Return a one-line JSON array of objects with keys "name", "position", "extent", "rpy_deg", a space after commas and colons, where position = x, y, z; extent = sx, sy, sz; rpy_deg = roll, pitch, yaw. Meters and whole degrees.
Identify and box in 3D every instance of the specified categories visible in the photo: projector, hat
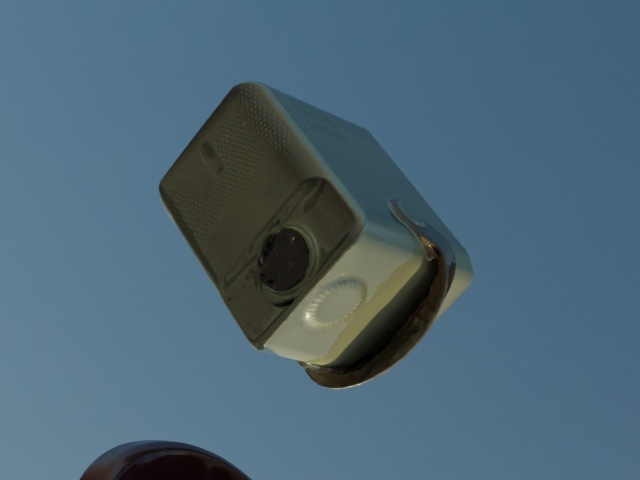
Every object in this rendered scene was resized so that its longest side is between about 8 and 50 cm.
[{"name": "projector", "position": [0.000, 0.000, 1.215], "extent": [0.163, 0.177, 0.242], "rpy_deg": [-48, -125, 20]}, {"name": "hat", "position": [-0.122, 0.264, 1.209], "extent": [0.089, 0.205, 0.205], "rpy_deg": [-55, -128, 42]}]
